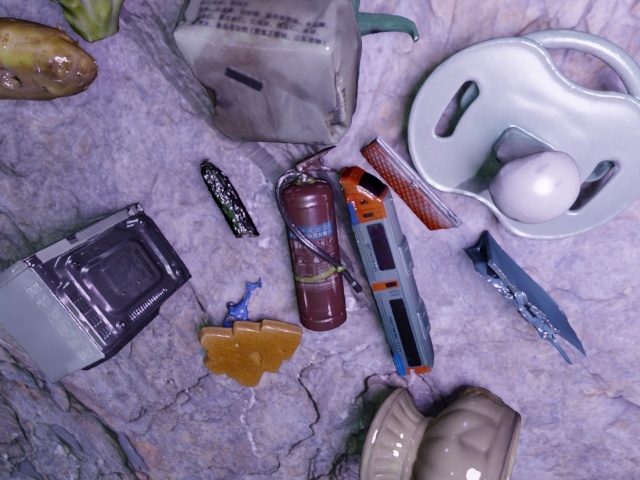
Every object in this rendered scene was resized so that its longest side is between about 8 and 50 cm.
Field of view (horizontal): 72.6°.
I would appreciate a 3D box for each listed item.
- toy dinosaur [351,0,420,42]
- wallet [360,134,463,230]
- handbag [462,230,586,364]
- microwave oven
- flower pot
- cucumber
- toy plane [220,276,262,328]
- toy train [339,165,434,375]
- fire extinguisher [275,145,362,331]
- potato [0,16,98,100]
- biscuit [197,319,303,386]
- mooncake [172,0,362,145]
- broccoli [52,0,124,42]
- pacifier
[{"bbox_3d":[0.007,-0.361,0.663,0.292,0.079,0.120,5,119,16],"label":"toy dinosaur"},{"bbox_3d":[0.147,-0.091,0.733,0.196,0.103,0.020,45,82,-8],"label":"wallet"},{"bbox_3d":[0.337,0.092,0.727,0.057,0.144,0.221,-42,95,20],"label":"handbag"},{"bbox_3d":[-0.427,0.083,0.852,0.181,0.295,0.237,-28,103,24],"label":"microwave oven"},{"bbox_3d":[0.228,0.418,0.831,0.244,0.307,0.308,13,117,29],"label":"flower pot"},{"bbox_3d":[-0.181,-0.077,0.854,0.053,0.053,0.181,-23,103,23],"label":"cucumber"},{"bbox_3d":[-0.170,0.149,0.952,0.062,0.054,0.167,17,120,-20],"label":"toy plane"},{"bbox_3d":[0.131,0.057,0.801,0.089,0.086,0.409,-11,109,20],"label":"toy train"},{"bbox_3d":[0.000,0.000,0.809,0.141,0.105,0.341,-8,112,-4],"label":"fire extinguisher"},{"bbox_3d":[-0.531,-0.318,0.768,0.296,0.191,0.141,8,103,13],"label":"potato"},{"bbox_3d":[-0.146,0.237,0.963,0.238,0.041,0.212,-23,123,10],"label":"biscuit"},{"bbox_3d":[-0.062,-0.252,0.655,0.254,0.250,0.136,10,71,11],"label":"mooncake"},{"bbox_3d":[-0.373,-0.452,0.689,0.288,0.248,0.245,30,154,-10],"label":"broccoli"},{"bbox_3d":[0.285,-0.120,0.580,0.343,0.269,0.288,27,124,0],"label":"pacifier"}]
